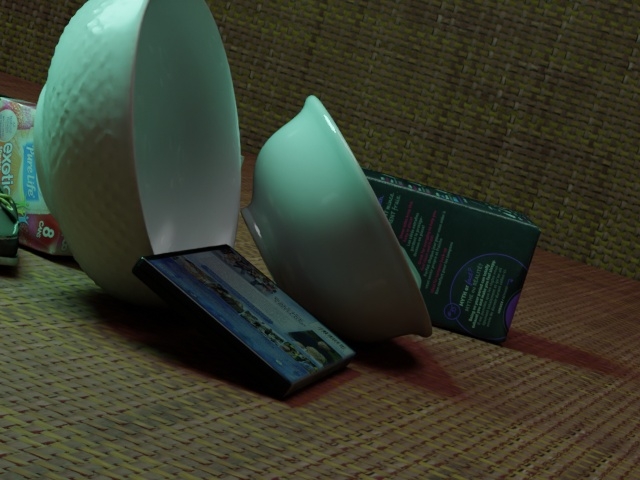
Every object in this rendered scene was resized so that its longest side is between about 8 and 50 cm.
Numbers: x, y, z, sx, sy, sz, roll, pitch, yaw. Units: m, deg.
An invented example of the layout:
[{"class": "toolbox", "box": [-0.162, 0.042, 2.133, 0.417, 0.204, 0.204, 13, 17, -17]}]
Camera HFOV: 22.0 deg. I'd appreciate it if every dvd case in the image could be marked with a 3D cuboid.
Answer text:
[{"class": "dvd case", "box": [-0.067, 0.071, 1.576, 0.180, 0.022, 0.253, 39, 11, 10]}]

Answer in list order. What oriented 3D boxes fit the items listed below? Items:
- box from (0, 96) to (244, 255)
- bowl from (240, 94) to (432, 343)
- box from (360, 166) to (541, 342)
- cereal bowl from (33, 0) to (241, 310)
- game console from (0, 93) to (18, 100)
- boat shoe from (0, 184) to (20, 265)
[{"class": "box", "box": [-0.244, -0.061, 1.923, 0.142, 0.154, 0.300, 20, 6, 32]}, {"class": "bowl", "box": [0.000, 0.000, 1.821, 0.134, 0.298, 0.298, -26, 11, -2]}, {"class": "box", "box": [0.133, 0.013, 2.173, 0.270, 0.165, 0.143, 17, 7, -3]}, {"class": "cereal bowl", "box": [-0.194, -0.096, 1.674, 0.141, 0.339, 0.339, -2, 2, 15]}, {"class": "game console", "box": [-0.443, -0.110, 2.373, 0.293, 0.173, 0.250, 15, 38, -8]}, {"class": "boat shoe", "box": [-0.355, -0.026, 1.715, 0.081, 0.069, 0.228, 14, 7, -22]}]
